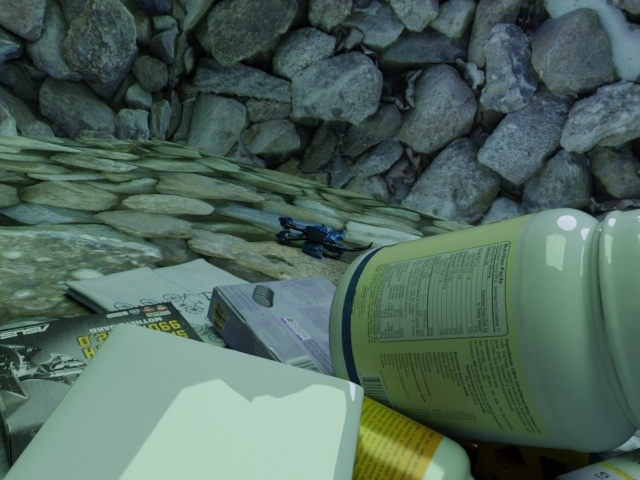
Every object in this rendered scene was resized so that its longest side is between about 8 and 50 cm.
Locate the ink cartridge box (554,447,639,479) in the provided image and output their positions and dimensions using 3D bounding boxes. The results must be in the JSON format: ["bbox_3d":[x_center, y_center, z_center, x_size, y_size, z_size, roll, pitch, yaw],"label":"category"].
[{"bbox_3d":[0.358,0.316,0.518,0.212,0.093,0.154,3,18,-31],"label":"ink cartridge box"}]

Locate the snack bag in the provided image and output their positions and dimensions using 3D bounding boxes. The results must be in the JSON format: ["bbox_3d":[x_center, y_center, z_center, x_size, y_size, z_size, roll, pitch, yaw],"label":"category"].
[{"bbox_3d":[-0.222,0.109,0.903,0.323,0.037,0.342,20,16,28],"label":"snack bag"}]

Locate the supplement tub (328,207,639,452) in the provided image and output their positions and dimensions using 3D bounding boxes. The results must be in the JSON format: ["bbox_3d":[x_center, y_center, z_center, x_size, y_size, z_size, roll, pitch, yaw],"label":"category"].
[{"bbox_3d":[0.195,0.097,0.535,0.324,0.235,0.235,-15,-8,43],"label":"supplement tub"}]

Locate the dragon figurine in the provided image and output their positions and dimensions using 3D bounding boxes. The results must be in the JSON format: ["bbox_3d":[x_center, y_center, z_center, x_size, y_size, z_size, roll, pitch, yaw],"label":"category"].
[{"bbox_3d":[0.000,0.000,1.418,0.289,0.085,0.144,23,17,36],"label":"dragon figurine"}]

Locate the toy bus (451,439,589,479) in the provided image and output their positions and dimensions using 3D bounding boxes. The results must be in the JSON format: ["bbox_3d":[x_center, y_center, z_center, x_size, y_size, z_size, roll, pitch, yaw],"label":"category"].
[{"bbox_3d":[0.236,0.250,0.636,0.202,0.104,0.191,7,15,-25],"label":"toy bus"}]

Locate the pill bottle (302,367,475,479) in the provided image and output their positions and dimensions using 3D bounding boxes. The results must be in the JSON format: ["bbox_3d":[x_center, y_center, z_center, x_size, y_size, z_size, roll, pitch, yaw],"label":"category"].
[{"bbox_3d":[0.057,0.234,0.469,0.245,0.136,0.136,20,16,25],"label":"pill bottle"}]

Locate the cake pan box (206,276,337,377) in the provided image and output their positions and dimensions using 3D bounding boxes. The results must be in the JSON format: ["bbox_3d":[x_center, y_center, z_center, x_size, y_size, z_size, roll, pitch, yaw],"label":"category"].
[{"bbox_3d":[-0.008,0.157,0.772,0.245,0.070,0.267,-4,32,-44],"label":"cake pan box"}]

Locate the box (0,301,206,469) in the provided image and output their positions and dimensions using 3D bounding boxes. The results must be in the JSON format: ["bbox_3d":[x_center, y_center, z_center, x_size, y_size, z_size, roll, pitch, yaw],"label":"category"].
[{"bbox_3d":[-0.256,0.156,0.589,0.231,0.056,0.183,-6,26,-38],"label":"box"}]

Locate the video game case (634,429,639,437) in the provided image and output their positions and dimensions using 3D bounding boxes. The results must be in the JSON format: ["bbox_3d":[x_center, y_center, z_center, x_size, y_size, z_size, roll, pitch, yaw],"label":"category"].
[{"bbox_3d":[0.354,0.232,0.696,0.204,0.025,0.285,22,-10,-10],"label":"video game case"}]

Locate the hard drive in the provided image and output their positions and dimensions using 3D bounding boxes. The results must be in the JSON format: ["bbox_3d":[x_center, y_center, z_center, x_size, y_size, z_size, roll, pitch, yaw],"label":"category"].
[{"bbox_3d":[-0.109,0.216,0.309,0.233,0.047,0.353,14,38,3],"label":"hard drive"}]
